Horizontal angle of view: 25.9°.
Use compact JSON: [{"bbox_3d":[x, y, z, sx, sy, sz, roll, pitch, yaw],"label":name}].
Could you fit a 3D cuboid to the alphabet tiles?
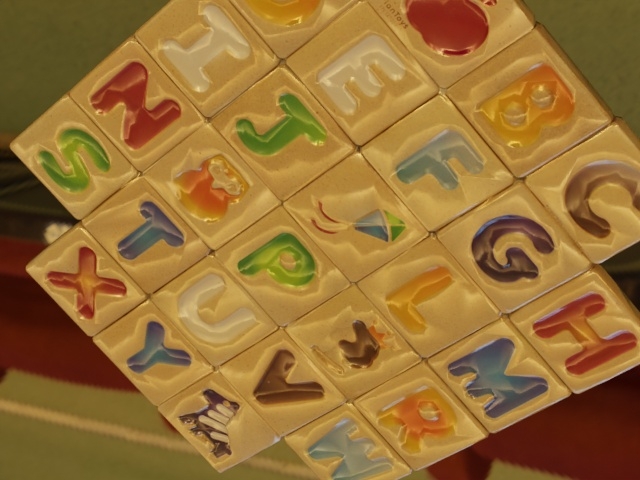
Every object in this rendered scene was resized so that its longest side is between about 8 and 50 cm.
[{"bbox_3d":[0.000,0.000,0.723,0.342,0.011,0.285,-33,103,35],"label":"alphabet tiles"}]
